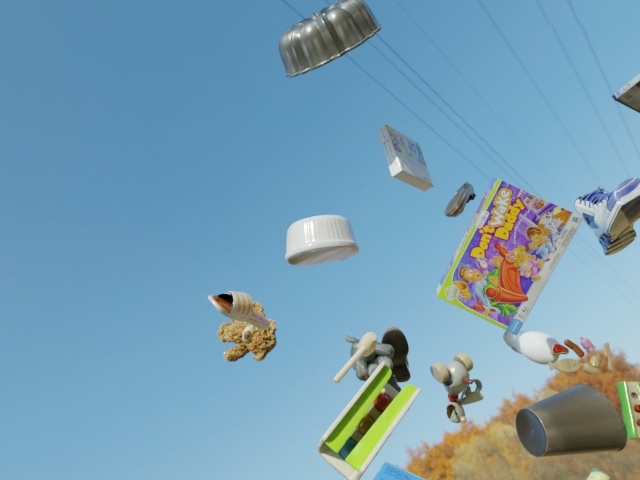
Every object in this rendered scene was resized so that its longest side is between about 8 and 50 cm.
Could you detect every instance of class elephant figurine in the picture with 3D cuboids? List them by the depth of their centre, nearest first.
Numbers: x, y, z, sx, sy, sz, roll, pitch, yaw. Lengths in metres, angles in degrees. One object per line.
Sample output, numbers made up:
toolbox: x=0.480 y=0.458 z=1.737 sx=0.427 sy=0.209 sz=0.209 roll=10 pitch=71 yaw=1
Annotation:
elephant figurine: x=0.192 y=0.454 z=1.866 sx=0.169 sy=0.186 sz=0.239 roll=-7 pitch=-28 yaw=11

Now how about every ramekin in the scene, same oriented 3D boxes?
ramekin: x=0.000 y=0.000 z=1.871 sx=0.273 sy=0.127 sz=0.273 roll=-8 pitch=-14 yaw=-2

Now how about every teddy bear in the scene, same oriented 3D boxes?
teddy bear: x=-0.298 y=0.346 z=2.012 sx=0.245 sy=0.338 sz=0.113 roll=-40 pitch=-61 yaw=-4

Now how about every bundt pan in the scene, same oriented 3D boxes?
bundt pan: x=0.014 y=-0.630 z=1.578 sx=0.331 sy=0.331 sz=0.124 roll=-31 pitch=-64 yaw=-4

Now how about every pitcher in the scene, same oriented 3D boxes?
pitcher: x=0.878 y=0.443 z=2.148 sx=0.125 sy=0.207 sz=0.178 roll=-55 pitch=-42 yaw=-19

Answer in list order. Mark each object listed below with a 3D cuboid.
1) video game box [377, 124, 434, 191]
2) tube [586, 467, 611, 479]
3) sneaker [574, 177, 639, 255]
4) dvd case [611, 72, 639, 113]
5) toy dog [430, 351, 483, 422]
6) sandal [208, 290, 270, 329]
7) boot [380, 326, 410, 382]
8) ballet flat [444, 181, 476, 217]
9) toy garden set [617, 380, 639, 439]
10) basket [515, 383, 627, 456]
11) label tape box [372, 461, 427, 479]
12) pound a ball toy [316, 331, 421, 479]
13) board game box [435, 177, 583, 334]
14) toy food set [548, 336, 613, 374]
video game box: x=0.287 y=-0.275 z=1.747 sx=0.048 sy=0.187 sz=0.205 roll=-28 pitch=-28 yaw=35
tube: x=0.906 y=0.896 z=1.768 sx=0.240 sy=0.062 sz=0.070 roll=-50 pitch=-16 yaw=-15
sneaker: x=0.838 y=-0.095 z=1.533 sx=0.127 sy=0.182 sz=0.315 roll=-30 pitch=-34 yaw=2
dvd case: x=0.923 y=-0.438 z=1.360 sx=0.180 sy=0.022 sz=0.253 roll=8 pitch=-37 yaw=-34
toy dog: x=0.563 y=0.604 z=2.066 sx=0.220 sy=0.161 sz=0.333 roll=-40 pitch=-60 yaw=-8
sandal: x=-0.233 y=0.199 z=1.588 sx=0.076 sy=0.102 sz=0.265 roll=-53 pitch=-40 yaw=3
boot: x=0.291 y=0.423 z=2.033 sx=0.112 sy=0.115 sz=0.305 roll=-7 pitch=-49 yaw=10
ballet flat: x=0.425 y=-0.117 z=1.553 sx=0.084 sy=0.058 sz=0.250 roll=-47 pitch=-3 yaw=29
toy garden set: x=0.706 y=0.368 z=0.960 sx=0.244 sy=0.203 sz=0.049 roll=2 pitch=-30 yaw=6
basket: x=0.667 y=0.501 z=1.420 sx=0.227 sy=0.204 sz=0.154 roll=-4 pitch=-60 yaw=-17
label tape box: x=0.219 y=0.625 z=1.029 sx=0.106 sy=0.241 sz=0.333 roll=-42 pitch=-46 yaw=-43
pound a ball toy: x=0.106 y=0.422 z=1.340 sx=0.319 sy=0.208 sz=0.135 roll=-42 pitch=-21 yaw=-35
board game box: x=0.486 y=0.041 z=1.369 sx=0.078 sy=0.233 sz=0.347 roll=-42 pitch=-23 yaw=-77
toy food set: x=0.523 y=0.233 z=1.055 sx=0.122 sy=0.078 sz=0.019 roll=3 pitch=-25 yaw=6
